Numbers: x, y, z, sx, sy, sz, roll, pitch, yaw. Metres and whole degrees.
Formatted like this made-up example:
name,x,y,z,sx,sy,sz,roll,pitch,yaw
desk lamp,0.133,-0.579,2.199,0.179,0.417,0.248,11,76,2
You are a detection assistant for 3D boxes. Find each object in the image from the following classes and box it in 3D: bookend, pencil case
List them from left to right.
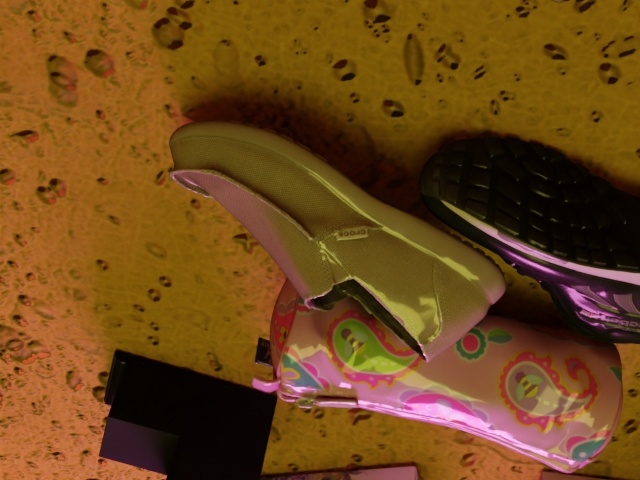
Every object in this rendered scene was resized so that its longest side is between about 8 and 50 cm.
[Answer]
name,x,y,z,sx,sy,sz,roll,pitch,yaw
bookend,-0.131,0.195,1.002,0.156,0.157,0.072,16,130,-5
pencil case,0.093,0.100,0.907,0.284,0.124,0.124,15,130,-4

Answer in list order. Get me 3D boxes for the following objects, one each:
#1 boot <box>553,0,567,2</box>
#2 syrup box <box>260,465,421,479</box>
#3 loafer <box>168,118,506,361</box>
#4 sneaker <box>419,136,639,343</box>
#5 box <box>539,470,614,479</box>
name,x,y,z,sx,sy,sz,roll,pitch,yaw
boot,0.096,-0.185,0.727,0.087,0.042,0.118,-21,122,32
syrup box,-0.010,0.292,1.101,0.237,0.096,0.093,-9,129,16
loafer,0.000,0.000,0.817,0.268,0.092,0.102,27,168,7
sneaker,0.194,0.024,0.843,0.283,0.107,0.124,20,136,-7
box,0.294,0.345,0.998,0.213,0.243,0.117,6,130,4
